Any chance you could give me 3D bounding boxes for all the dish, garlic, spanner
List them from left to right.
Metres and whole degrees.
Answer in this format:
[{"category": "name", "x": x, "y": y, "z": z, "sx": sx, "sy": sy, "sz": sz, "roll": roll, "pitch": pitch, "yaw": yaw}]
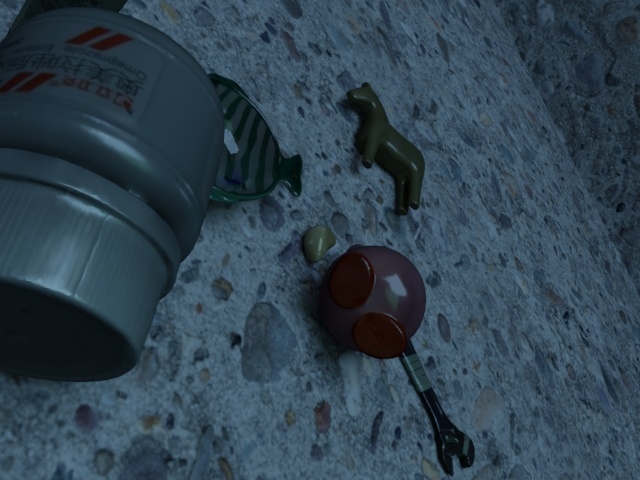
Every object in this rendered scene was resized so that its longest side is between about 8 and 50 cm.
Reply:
[{"category": "dish", "x": -0.143, "y": -0.128, "z": 0.855, "sx": 0.246, "sy": 0.078, "sz": 0.224, "roll": 27, "pitch": 49, "yaw": -34}, {"category": "garlic", "x": 0.000, "y": 0.001, "z": 0.966, "sx": 0.053, "sy": 0.041, "sz": 0.083, "roll": 63, "pitch": 31, "yaw": -5}, {"category": "spanner", "x": 0.180, "y": 0.258, "z": 1.018, "sx": 0.087, "sy": 0.024, "sz": 0.315, "roll": -22, "pitch": 85, "yaw": -46}]

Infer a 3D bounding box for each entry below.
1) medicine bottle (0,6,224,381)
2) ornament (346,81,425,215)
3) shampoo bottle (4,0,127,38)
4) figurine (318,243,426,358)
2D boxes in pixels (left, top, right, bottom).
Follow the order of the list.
[{"category": "medicine bottle", "x": -0.235, "y": -0.043, "z": 0.566, "sx": 0.245, "sy": 0.245, "sz": 0.306, "roll": 32, "pitch": 47, "yaw": -32}, {"category": "ornament", "x": 0.131, "y": -0.207, "z": 1.223, "sx": 0.230, "sy": 0.061, "sz": 0.244, "roll": 37, "pitch": 45, "yaw": -24}, {"category": "shampoo bottle", "x": -0.271, "y": -0.279, "z": 0.659, "sx": 0.085, "sy": 0.262, "sz": 0.085, "roll": 26, "pitch": 50, "yaw": -35}, {"category": "figurine", "x": 0.081, "y": 0.090, "z": 0.899, "sx": 0.173, "sy": 0.173, "sz": 0.173, "roll": 27, "pitch": 49, "yaw": -36}]
